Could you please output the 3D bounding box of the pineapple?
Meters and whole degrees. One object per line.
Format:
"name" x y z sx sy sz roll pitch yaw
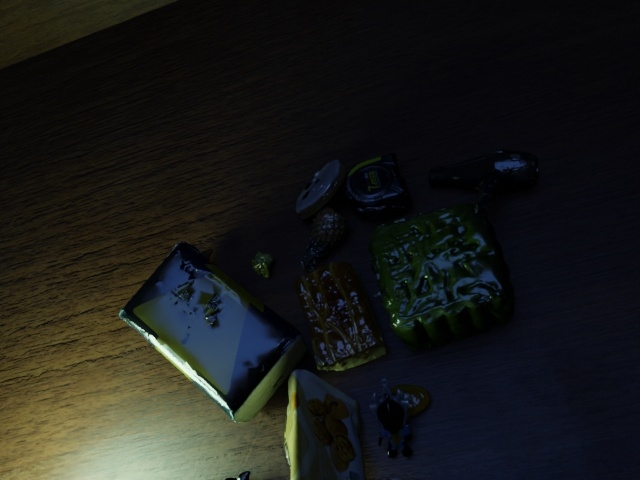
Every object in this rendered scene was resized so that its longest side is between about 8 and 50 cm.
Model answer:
"pineapple" 0.000 0.000 1.626 0.108 0.108 0.198 32 90 31

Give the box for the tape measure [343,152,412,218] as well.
"tape measure" 0.161 -0.155 1.641 0.186 0.112 0.199 -15 53 4

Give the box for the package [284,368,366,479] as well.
"package" -0.024 0.493 1.276 0.165 0.221 0.311 -39 32 23

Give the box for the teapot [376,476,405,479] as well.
"teapot" 0.168 0.605 1.228 0.245 0.116 0.159 -39 44 0

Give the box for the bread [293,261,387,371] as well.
"bread" 0.049 0.200 1.488 0.184 0.114 0.275 -23 56 6

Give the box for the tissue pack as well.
"tissue pack" -0.272 0.236 1.449 0.416 0.253 0.264 37 77 16

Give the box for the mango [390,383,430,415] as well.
"mango" 0.212 0.391 1.360 0.114 0.057 0.079 -12 56 4

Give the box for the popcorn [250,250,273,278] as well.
"popcorn" -0.172 0.073 1.667 0.068 0.059 0.083 -28 66 4

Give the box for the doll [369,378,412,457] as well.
"doll" 0.168 0.416 1.303 0.095 0.070 0.195 -11 100 11

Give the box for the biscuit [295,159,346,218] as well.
"biscuit" -0.006 -0.157 1.676 0.208 0.049 0.181 -44 21 14

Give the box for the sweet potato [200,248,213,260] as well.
"sweet potato" -0.372 0.184 1.658 0.106 0.095 0.355 -1 62 -11

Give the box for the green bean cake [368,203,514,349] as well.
"green bean cake" 0.295 0.080 1.403 0.334 0.218 0.319 -19 58 7

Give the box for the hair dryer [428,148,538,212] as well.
"hair dryer" 0.405 -0.147 1.462 0.303 0.120 0.359 0 23 25

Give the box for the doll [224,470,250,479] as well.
"doll" -0.258 0.643 1.386 0.219 0.067 0.091 -19 61 16
